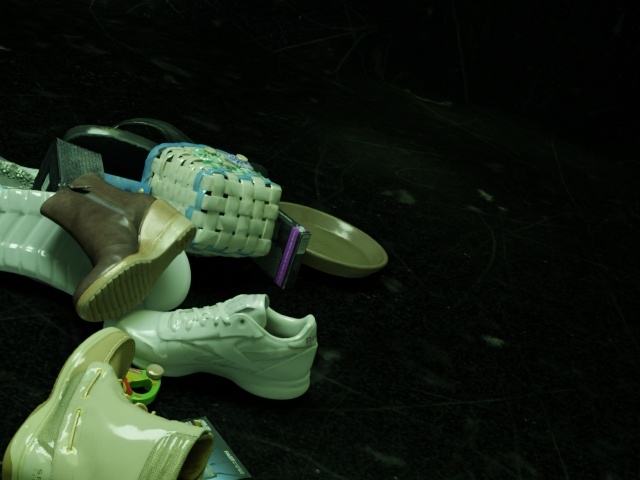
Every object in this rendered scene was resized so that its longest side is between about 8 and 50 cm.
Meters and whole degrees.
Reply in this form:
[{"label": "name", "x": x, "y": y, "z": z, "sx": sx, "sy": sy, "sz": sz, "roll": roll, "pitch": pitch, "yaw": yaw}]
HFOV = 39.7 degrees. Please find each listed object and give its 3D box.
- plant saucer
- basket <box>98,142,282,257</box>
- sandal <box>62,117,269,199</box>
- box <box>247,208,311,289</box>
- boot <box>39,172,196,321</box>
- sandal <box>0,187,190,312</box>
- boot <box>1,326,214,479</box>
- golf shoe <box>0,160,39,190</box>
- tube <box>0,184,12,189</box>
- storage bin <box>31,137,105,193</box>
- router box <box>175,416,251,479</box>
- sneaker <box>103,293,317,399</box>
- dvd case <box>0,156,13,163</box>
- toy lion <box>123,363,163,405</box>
[{"label": "plant saucer", "x": 0.000, "y": 0.000, "z": 1.754, "sx": 0.278, "sy": 0.041, "sz": 0.278, "roll": 21, "pitch": 18, "yaw": -7}, {"label": "basket", "x": -0.226, "y": -0.070, "z": 1.579, "sx": 0.289, "sy": 0.201, "sz": 0.255, "roll": 10, "pitch": 1, "yaw": 40}, {"label": "sandal", "x": -0.302, "y": -0.157, "z": 1.727, "sx": 0.446, "sy": 0.168, "sz": 0.107, "roll": 13, "pitch": 56, "yaw": -41}, {"label": "box", "x": -0.090, "y": -0.001, "z": 1.628, "sx": 0.029, "sy": 0.116, "sz": 0.162, "roll": -4, "pitch": 32, "yaw": -44}, {"label": "boot", "x": -0.324, "y": 0.004, "z": 1.271, "sx": 0.207, "sy": 0.090, "sz": 0.248, "roll": 24, "pitch": 41, "yaw": 18}, {"label": "sandal", "x": -0.405, "y": 0.007, "z": 1.387, "sx": 0.417, "sy": 0.169, "sz": 0.102, "roll": 18, "pitch": -18, "yaw": -11}, {"label": "boot", "x": -0.216, "y": 0.208, "z": 1.032, "sx": 0.204, "sy": 0.095, "sz": 0.262, "roll": 8, "pitch": 30, "yaw": 11}, {"label": "golf shoe", "x": -0.542, "y": -0.105, "z": 1.626, "sx": 0.176, "sy": 0.069, "sz": 0.086, "roll": 13, "pitch": 4, "yaw": -21}, {"label": "tube", "x": -0.565, "y": -0.074, "z": 1.542, "sx": 0.207, "sy": 0.052, "sz": 0.080, "roll": 19, "pitch": 30, "yaw": -16}, {"label": "storage bin", "x": -0.432, "y": -0.079, "z": 1.512, "sx": 0.084, "sy": 0.122, "sz": 0.180, "roll": 20, "pitch": 25, "yaw": -30}, {"label": "router box", "x": -0.155, "y": 0.270, "z": 1.075, "sx": 0.092, "sy": 0.038, "sz": 0.122, "roll": -2, "pitch": 30, "yaw": -39}, {"label": "sneaker", "x": -0.150, "y": 0.125, "z": 1.261, "sx": 0.305, "sy": 0.152, "sz": 0.114, "roll": 13, "pitch": 26, "yaw": -9}, {"label": "dvd case", "x": -0.706, "y": -0.163, "z": 1.667, "sx": 0.221, "sy": 0.018, "sz": 0.164, "roll": 27, "pitch": 25, "yaw": 21}, {"label": "toy lion", "x": -0.267, "y": 0.195, "z": 1.176, "sx": 0.100, "sy": 0.034, "sz": 0.096, "roll": 16, "pitch": 30, "yaw": -5}]
